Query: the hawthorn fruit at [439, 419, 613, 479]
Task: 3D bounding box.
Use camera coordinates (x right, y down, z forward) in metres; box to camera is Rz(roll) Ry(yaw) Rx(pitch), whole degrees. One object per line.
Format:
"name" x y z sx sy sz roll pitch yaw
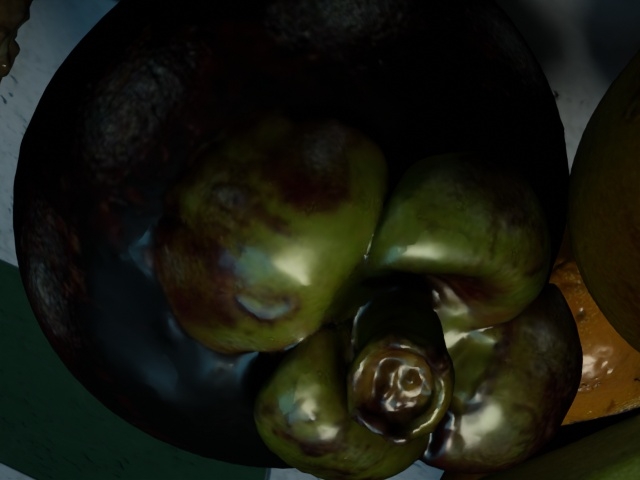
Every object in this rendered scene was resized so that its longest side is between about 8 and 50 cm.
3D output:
"hawthorn fruit" 0.160 0.197 1.141 0.199 0.199 0.251 -6 115 41

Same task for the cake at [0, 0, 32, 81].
"cake" -0.352 -0.092 1.002 0.282 0.255 0.290 40 148 -14

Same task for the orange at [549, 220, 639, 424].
"orange" 0.151 0.048 0.995 0.136 0.117 0.135 -6 175 -1

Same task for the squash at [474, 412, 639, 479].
"squash" 0.235 0.146 0.983 0.287 0.137 0.137 -25 125 9

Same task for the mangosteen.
"mangosteen" 0.005 -0.010 0.883 0.313 0.297 0.297 32 147 18

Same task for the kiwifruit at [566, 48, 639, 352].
"kiwifruit" 0.226 -0.034 0.780 0.196 0.196 0.234 32 142 -2
